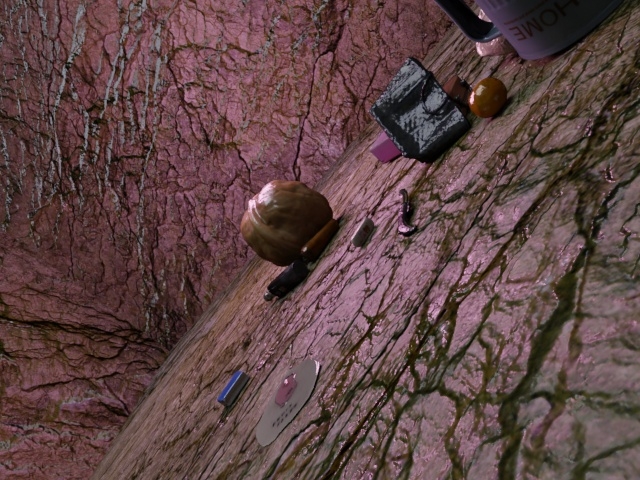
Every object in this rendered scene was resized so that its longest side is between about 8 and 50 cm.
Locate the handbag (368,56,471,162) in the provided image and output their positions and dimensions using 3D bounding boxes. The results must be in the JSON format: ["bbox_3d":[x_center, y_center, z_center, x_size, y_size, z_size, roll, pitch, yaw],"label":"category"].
[{"bbox_3d":[0.234,-0.308,1.227,0.089,0.270,0.175,7,-46,-48],"label":"handbag"}]

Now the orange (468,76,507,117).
[{"bbox_3d":[0.342,-0.291,1.040,0.083,0.070,0.083,-53,-3,-3],"label":"orange"}]

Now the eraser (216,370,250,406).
[{"bbox_3d":[-0.211,0.357,1.227,0.084,0.027,0.063,-55,12,-27],"label":"eraser"}]

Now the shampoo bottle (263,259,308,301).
[{"bbox_3d":[-0.114,0.129,1.554,0.208,0.057,0.063,-40,14,43],"label":"shampoo bottle"}]

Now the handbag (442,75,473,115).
[{"bbox_3d":[0.321,-0.339,1.318,0.151,0.072,0.193,-41,11,43],"label":"handbag"}]

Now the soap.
[{"bbox_3d":[0.270,-0.348,1.544,0.181,0.081,0.259,-54,11,-17],"label":"soap"}]

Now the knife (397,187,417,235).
[{"bbox_3d":[0.175,-0.057,1.057,0.045,0.021,0.222,-47,14,22],"label":"knife"}]

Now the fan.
[{"bbox_3d":[-0.063,0.263,0.966,0.182,0.010,0.310,-49,10,8],"label":"fan"}]

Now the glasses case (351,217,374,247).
[{"bbox_3d":[0.101,-0.019,1.216,0.083,0.032,0.021,-55,14,-28],"label":"glasses case"}]

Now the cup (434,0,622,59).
[{"bbox_3d":[0.382,-0.556,0.984,0.256,0.311,0.331,-50,21,7],"label":"cup"}]

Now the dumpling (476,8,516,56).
[{"bbox_3d":[0.448,-0.532,1.210,0.126,0.166,0.216,-18,3,-6],"label":"dumpling"}]

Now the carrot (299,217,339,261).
[{"bbox_3d":[0.000,0.000,1.557,0.161,0.055,0.055,-47,8,-21],"label":"carrot"}]

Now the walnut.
[{"bbox_3d":[-0.118,-0.057,1.679,0.296,0.285,0.285,-52,8,32],"label":"walnut"}]
